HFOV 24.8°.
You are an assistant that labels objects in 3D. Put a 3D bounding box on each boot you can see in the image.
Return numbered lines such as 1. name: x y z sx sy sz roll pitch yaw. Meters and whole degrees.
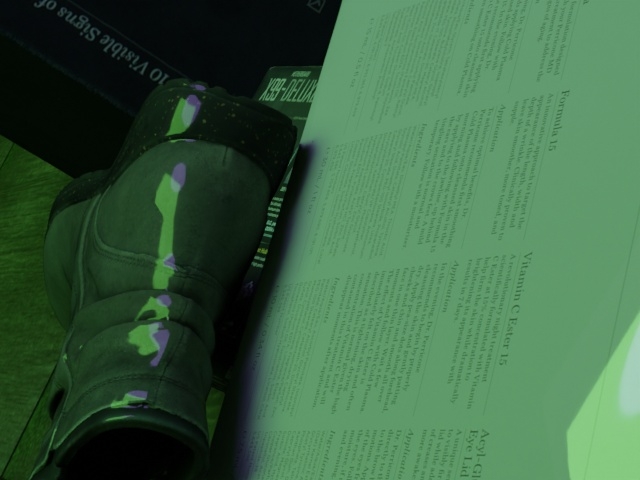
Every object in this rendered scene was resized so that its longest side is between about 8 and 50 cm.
1. boot: -0.124 0.069 0.845 0.338 0.118 0.223 126 160 -63

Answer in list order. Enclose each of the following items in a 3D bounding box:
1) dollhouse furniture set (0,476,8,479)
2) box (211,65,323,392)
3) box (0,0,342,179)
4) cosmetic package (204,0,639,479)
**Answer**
1. dollhouse furniture set: -0.158 0.272 0.826 0.151 0.197 0.301 -56 26 -1
2. box: 0.000 0.000 0.991 0.242 0.076 0.307 -62 27 -9
3. box: -0.194 -0.342 1.241 0.297 0.480 0.472 -5 57 60
4. cosmetic package: 0.087 0.026 0.684 0.284 0.097 0.377 -11 57 52
